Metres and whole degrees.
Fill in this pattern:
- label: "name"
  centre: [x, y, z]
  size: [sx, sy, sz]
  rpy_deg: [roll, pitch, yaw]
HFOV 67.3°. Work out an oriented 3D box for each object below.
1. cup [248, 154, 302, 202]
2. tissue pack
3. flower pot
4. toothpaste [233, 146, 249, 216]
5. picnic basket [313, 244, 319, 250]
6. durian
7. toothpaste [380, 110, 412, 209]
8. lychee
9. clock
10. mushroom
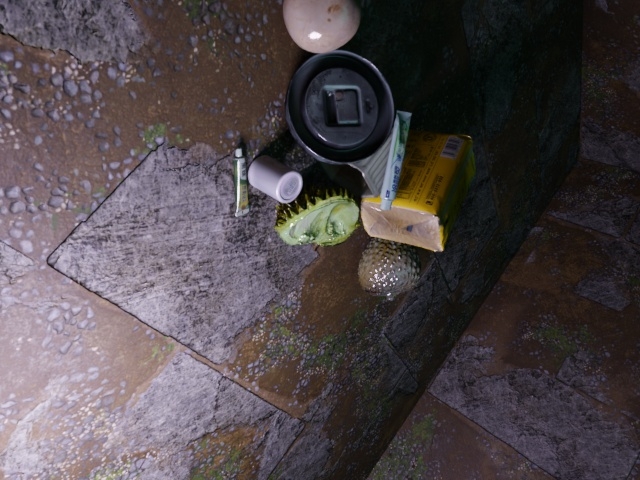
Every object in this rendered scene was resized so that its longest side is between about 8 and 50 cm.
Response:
- label: "cup"
  centre: [-0.114, -0.181, 1.366]
  size: [0.136, 0.133, 0.099]
  rpy_deg: [-28, 134, -35]
- label: "tissue pack"
  centre: [0.346, -0.183, 1.682]
  size: [0.382, 0.293, 0.228]
  rpy_deg: [-59, 149, -30]
- label: "flower pot"
  centre: [0.131, -0.268, 1.527]
  size: [0.190, 0.239, 0.209]
  rpy_deg: [-52, 169, -13]
- label: "toothpaste"
  centre: [-0.222, -0.162, 1.338]
  size: [0.049, 0.031, 0.204]
  rpy_deg: [-25, 132, -37]
- label: "picnic basket"
  centre: [0.000, 0.000, 1.650]
  size: [0.083, 0.072, 0.072]
  rpy_deg: [-51, 141, -29]
- label: "durian"
  centre: [0.017, -0.073, 1.519]
  size: [0.394, 0.163, 0.198]
  rpy_deg: [11, 82, -53]
- label: "toothpaste"
  centre: [0.224, -0.238, 1.450]
  size: [0.074, 0.048, 0.297]
  rpy_deg: [-4, 109, -44]
- label: "lychee"
  centre: [0.267, 0.100, 1.893]
  size: [0.255, 0.255, 0.274]
  rpy_deg: [-8, 86, -46]
- label: "clock"
  centre: [0.055, -0.371, 1.359]
  size: [0.318, 0.066, 0.319]
  rpy_deg: [0, 89, -16]
- label: "mushroom"
  centre: [0.005, -0.590, 1.244]
  size: [0.204, 0.204, 0.204]
  rpy_deg: [-26, 129, -37]
